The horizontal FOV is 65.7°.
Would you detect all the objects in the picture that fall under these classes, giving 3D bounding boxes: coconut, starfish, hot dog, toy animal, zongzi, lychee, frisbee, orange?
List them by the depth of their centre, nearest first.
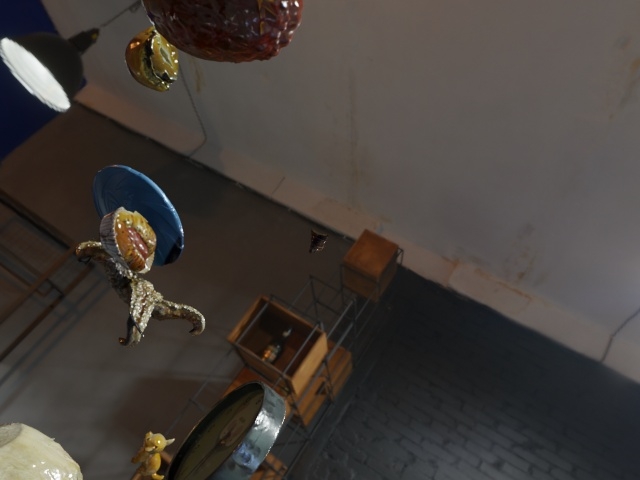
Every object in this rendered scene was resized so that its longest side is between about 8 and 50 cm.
[{"bbox_3d":[-0.155,-0.403,0.764,0.300,0.255,0.255,58,-18,20],"label":"lychee"},{"bbox_3d":[-0.329,0.001,0.866,0.053,0.099,0.192,-3,-17,-3],"label":"hot dog"},{"bbox_3d":[-0.295,0.384,0.886,0.083,0.060,0.081,-42,-105,25],"label":"toy animal"},{"bbox_3d":[-0.596,0.521,0.933,0.255,0.297,0.297,35,-25,-5],"label":"coconut"},{"bbox_3d":[-0.371,0.107,0.995,0.312,0.113,0.303,48,-8,-28],"label":"starfish"},{"bbox_3d":[-0.392,-0.041,1.036,0.242,0.045,0.242,17,-50,22],"label":"frisbee"},{"bbox_3d":[-0.404,-0.429,1.183,0.112,0.160,0.170,-9,-10,-4],"label":"orange"},{"bbox_3d":[0.000,0.000,1.643,0.074,0.083,0.067,-3,-2,33],"label":"zongzi"}]

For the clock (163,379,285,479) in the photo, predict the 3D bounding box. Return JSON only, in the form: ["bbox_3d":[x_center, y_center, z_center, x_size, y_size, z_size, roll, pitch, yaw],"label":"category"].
[{"bbox_3d":[-0.216,0.453,1.106,0.066,0.319,0.319,48,-26,-13],"label":"clock"}]
